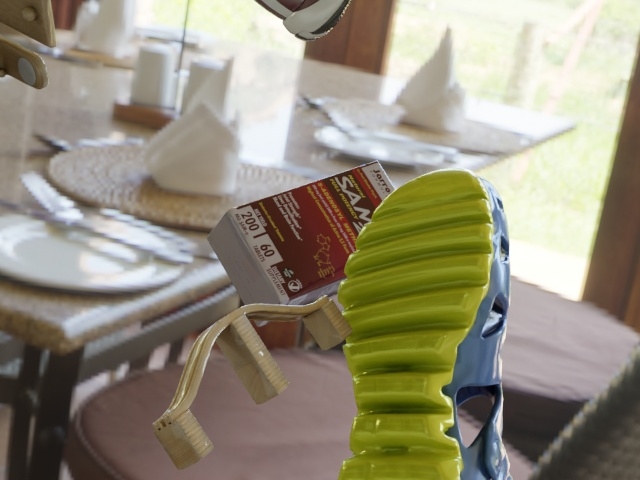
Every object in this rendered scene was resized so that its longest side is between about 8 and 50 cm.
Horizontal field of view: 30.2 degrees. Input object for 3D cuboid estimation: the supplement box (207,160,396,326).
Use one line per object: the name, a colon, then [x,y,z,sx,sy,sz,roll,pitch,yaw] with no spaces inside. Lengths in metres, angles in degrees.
supplement box: [0.000,0.000,1.428,0.239,0.073,0.130,-21,73,-37]

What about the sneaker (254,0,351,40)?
sneaker: [-0.001,-0.322,0.991,0.163,0.281,0.106,29,-4,-9]

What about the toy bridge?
toy bridge: [-0.047,0.078,0.795,0.026,0.063,0.188,-32,2,41]

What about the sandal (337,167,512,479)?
sandal: [0.088,0.103,0.889,0.126,0.317,0.138,0,-15,36]

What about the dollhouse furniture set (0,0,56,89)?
dollhouse furniture set: [-0.308,-0.137,0.954,0.123,0.144,0.151,28,45,32]
